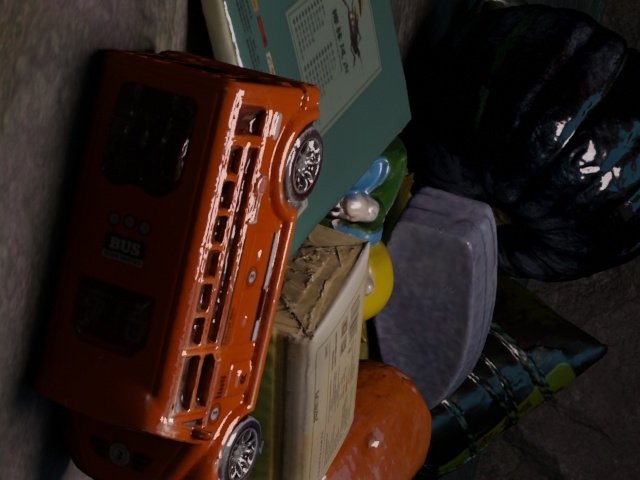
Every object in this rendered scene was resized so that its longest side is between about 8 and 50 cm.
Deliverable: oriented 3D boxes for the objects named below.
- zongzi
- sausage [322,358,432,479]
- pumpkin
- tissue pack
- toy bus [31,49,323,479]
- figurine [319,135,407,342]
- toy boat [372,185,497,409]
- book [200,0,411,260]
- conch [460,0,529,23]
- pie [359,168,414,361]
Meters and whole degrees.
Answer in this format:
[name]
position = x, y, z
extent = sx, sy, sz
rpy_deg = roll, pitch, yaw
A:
[zongzi]
position = 0.165, 0.190, 2.240
extent = 0.383, 0.319, 0.362
rpy_deg = -57, 167, 1
[sausage]
position = 0.014, 0.224, 1.732
extent = 0.268, 0.141, 0.153
rpy_deg = -41, 116, -45
[pumpkin]
position = 0.269, -0.113, 2.026
extent = 0.266, 0.363, 0.363
rpy_deg = -53, 156, -28
[tissue pack]
position = -0.036, 0.113, 1.553
extent = 0.159, 0.125, 0.234
rpy_deg = -59, 159, -46
[toy bus]
position = -0.110, 0.035, 1.176
extent = 0.153, 0.143, 0.329
rpy_deg = -5, 111, -65
[figurine]
position = 0.010, 0.007, 1.656
extent = 0.185, 0.127, 0.234
rpy_deg = -29, 143, -64
[toy boat]
position = 0.128, 0.077, 1.862
extent = 0.078, 0.127, 0.283
rpy_deg = -53, 153, -53
[book]
position = -0.002, -0.164, 1.446
extent = 0.379, 0.031, 0.264
rpy_deg = -49, 132, -60
[conch]
position = 0.231, -0.232, 2.256
extent = 0.176, 0.122, 0.188
rpy_deg = 59, 41, -42
[pie]
position = 0.047, 0.042, 1.912
extent = 0.306, 0.071, 0.306
rpy_deg = 13, 90, -75
